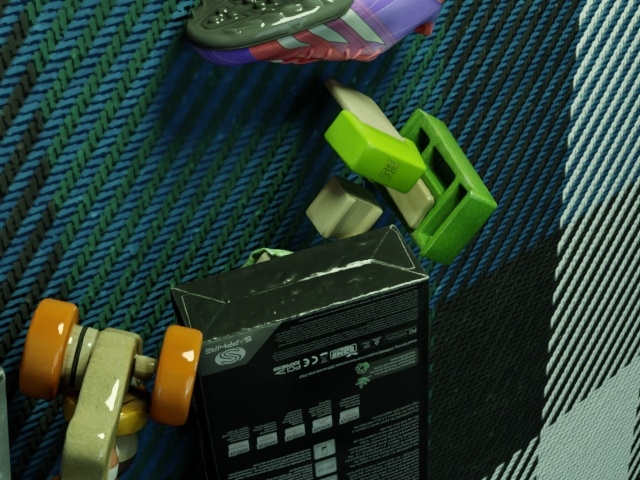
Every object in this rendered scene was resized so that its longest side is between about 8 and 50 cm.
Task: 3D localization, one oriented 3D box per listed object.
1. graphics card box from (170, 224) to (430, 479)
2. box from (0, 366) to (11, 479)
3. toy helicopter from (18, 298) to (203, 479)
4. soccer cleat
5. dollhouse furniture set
[{"bbox_3d":[-0.010,0.174,1.244,0.233,0.094,0.371,-16,133,-12],"label":"graphics card box"},{"bbox_3d":[-0.383,0.300,0.923,0.318,0.097,0.395,-23,127,-46],"label":"box"},{"bbox_3d":[-0.201,0.238,1.010,0.235,0.140,0.355,107,-7,-49],"label":"toy helicopter"},{"bbox_3d":[0.010,-0.203,1.139,0.318,0.108,0.116,-31,136,-38],"label":"soccer cleat"},{"bbox_3d":[0.000,0.000,1.272,0.197,0.151,0.301,21,117,-37],"label":"dollhouse furniture set"}]
